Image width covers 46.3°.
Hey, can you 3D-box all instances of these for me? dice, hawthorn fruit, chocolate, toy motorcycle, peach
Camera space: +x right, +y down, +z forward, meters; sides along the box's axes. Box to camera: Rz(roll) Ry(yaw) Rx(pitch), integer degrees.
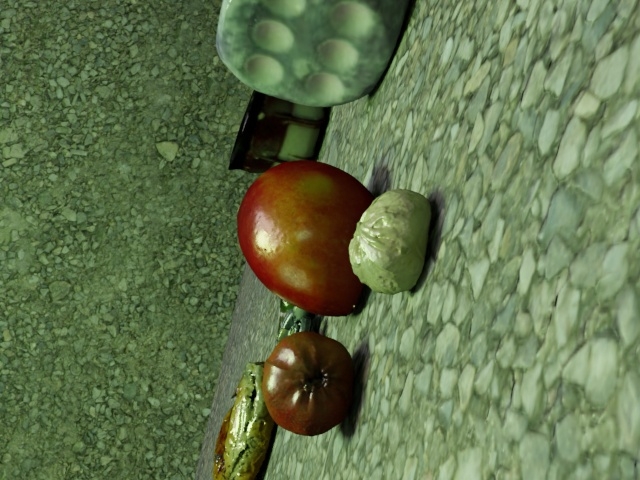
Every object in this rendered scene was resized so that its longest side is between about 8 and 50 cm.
[{"bbox_3d":[-0.010,-0.399,1.193,0.270,0.270,0.271,117,164,-55],"label":"dice"},{"bbox_3d":[-0.016,0.171,0.886,0.128,0.128,0.128,-166,90,-81],"label":"hawthorn fruit"},{"bbox_3d":[-0.087,-0.269,1.758,0.283,0.186,0.283,-161,90,-84],"label":"chocolate"},{"bbox_3d":[-0.040,0.156,1.217,0.193,0.061,0.124,112,171,-49],"label":"toy motorcycle"},{"bbox_3d":[0.000,0.000,1.000,0.190,0.226,0.196,-46,-30,-4],"label":"peach"}]

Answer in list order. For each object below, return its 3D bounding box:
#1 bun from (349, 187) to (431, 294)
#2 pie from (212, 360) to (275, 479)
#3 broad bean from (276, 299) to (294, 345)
[{"bbox_3d":[0.067,0.000,0.760,0.115,0.069,0.115,-165,90,-82],"label":"bun"},{"bbox_3d":[-0.147,0.367,1.473,0.308,0.086,0.308,-165,90,-81],"label":"pie"},{"bbox_3d":[-0.052,0.136,1.365,0.061,0.046,0.195,150,130,-61],"label":"broad bean"}]
